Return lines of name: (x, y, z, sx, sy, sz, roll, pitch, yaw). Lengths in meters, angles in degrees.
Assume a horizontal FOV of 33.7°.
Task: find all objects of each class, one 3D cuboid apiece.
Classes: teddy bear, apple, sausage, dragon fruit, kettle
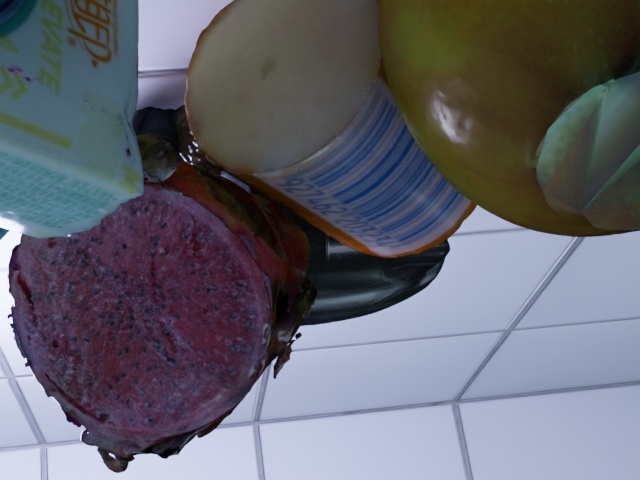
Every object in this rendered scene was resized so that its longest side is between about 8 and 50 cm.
teddy bear: (-0.193, -0.096, 1.231, 0.251, 0.129, 0.182, -32, -174, 12)
apple: (0.239, -0.186, 0.862, 0.383, 0.374, 0.374, -22, 154, 8)
sausage: (0.029, -0.125, 1.114, 0.233, 0.233, 0.287, -21, 153, 25)
dragon fruit: (-0.160, 0.040, 1.114, 0.314, 0.296, 0.263, -44, -175, 20)
kettle: (0.000, 0.000, 1.433, 0.324, 0.229, 0.321, 0, -179, -26)

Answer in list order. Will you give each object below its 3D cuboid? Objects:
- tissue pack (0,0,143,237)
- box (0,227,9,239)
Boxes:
tissue pack: (-0.319, -0.188, 0.793, 0.162, 0.288, 0.388, -19, 154, 34)
box: (-0.368, -0.112, 0.986, 0.153, 0.245, 0.092, -32, -179, 43)
